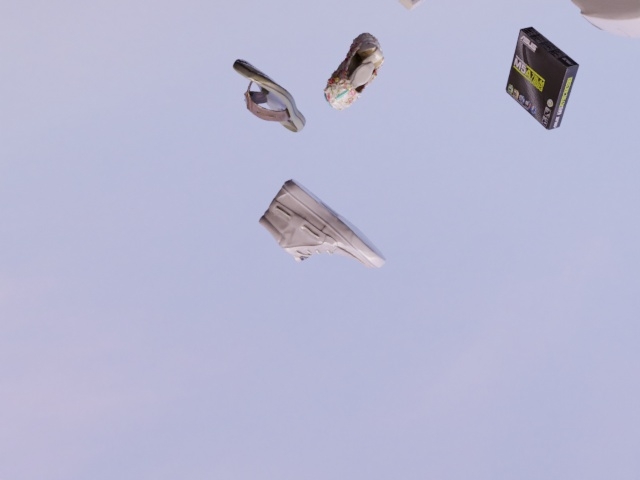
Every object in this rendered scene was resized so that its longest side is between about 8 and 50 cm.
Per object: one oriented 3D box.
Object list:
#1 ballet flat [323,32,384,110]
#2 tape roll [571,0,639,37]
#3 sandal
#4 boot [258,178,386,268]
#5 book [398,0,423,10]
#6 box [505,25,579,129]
[{"bbox_3d":[0.085,-0.343,1.708,0.077,0.091,0.241,-21,-148,43],"label":"ballet flat"},{"bbox_3d":[0.497,-0.474,1.192,0.072,0.392,0.392,18,-159,-34],"label":"tape roll"},{"bbox_3d":[-0.117,-0.309,1.959,0.120,0.303,0.086,39,-94,28],"label":"sandal"},{"bbox_3d":[0.000,0.000,1.715,0.258,0.095,0.123,40,-81,11],"label":"boot"},{"bbox_3d":[0.197,-0.540,1.764,0.096,0.035,0.144,45,-121,6],"label":"book"},{"bbox_3d":[0.541,-0.399,2.112,0.045,0.184,0.191,-18,-131,-19],"label":"box"}]
